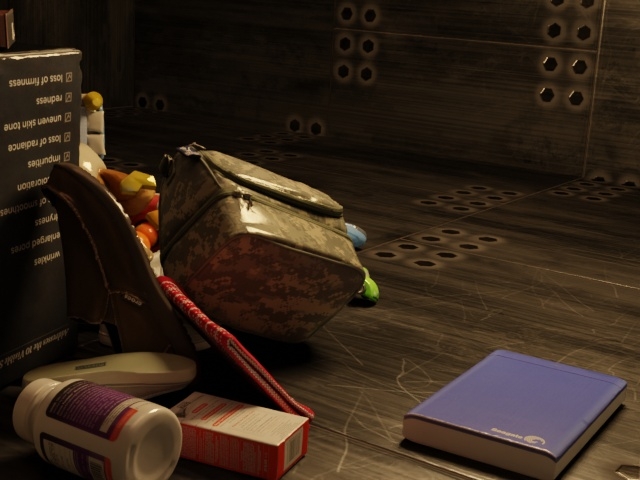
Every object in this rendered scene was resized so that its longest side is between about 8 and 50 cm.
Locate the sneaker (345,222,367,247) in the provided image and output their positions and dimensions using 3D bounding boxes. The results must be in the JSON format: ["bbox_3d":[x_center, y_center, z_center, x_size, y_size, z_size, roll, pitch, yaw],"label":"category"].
[{"bbox_3d":[0.000,0.000,2.329,0.209,0.069,0.082,9,46,-11],"label":"sneaker"}]

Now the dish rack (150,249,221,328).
[{"bbox_3d":[-0.223,0.088,1.884,0.286,0.072,0.333,12,16,27],"label":"dish rack"}]

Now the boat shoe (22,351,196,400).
[{"bbox_3d":[-0.276,0.200,1.406,0.228,0.081,0.079,-5,15,-4],"label":"boat shoe"}]

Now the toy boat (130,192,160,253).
[{"bbox_3d":[-0.350,-0.008,2.103,0.231,0.150,0.151,7,25,15],"label":"toy boat"}]

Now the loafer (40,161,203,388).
[{"bbox_3d":[-0.296,0.063,1.468,0.130,0.365,0.134,-30,2,-19],"label":"loafer"}]

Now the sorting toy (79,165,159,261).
[{"bbox_3d":[-0.389,-0.027,1.775,0.307,0.229,0.041,-39,-4,-27],"label":"sorting toy"}]

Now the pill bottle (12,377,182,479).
[{"bbox_3d":[-0.269,0.225,1.255,0.194,0.108,0.108,13,17,32],"label":"pill bottle"}]

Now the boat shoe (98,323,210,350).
[{"bbox_3d":[-0.262,0.138,1.691,0.184,0.063,0.066,6,14,12],"label":"boat shoe"}]

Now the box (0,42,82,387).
[{"bbox_3d":[-0.576,-0.025,1.435,0.298,0.471,0.480,8,15,22],"label":"box"}]

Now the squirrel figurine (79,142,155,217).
[{"bbox_3d":[-0.574,-0.022,1.944,0.397,0.281,0.370,-35,9,48],"label":"squirrel figurine"}]

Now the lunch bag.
[{"bbox_3d":[-0.108,-0.010,1.705,0.305,0.212,0.256,18,36,-36],"label":"lunch bag"}]

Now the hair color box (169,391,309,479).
[{"bbox_3d":[-0.109,0.244,1.331,0.167,0.053,0.093,11,17,22],"label":"hair color box"}]

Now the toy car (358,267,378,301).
[{"bbox_3d":[0.018,0.050,2.012,0.225,0.053,0.239,25,-5,21],"label":"toy car"}]

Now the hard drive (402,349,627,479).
[{"bbox_3d":[0.280,0.233,1.483,0.210,0.040,0.319,12,16,29],"label":"hard drive"}]

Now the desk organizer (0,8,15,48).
[{"bbox_3d":[-0.451,-0.292,1.459,0.050,0.047,0.130,-3,15,-11],"label":"desk organizer"}]

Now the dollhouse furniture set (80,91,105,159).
[{"bbox_3d":[-0.611,-0.179,2.385,0.287,0.303,0.198,-5,15,-28],"label":"dollhouse furniture set"}]

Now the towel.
[{"bbox_3d":[-0.125,0.149,1.482,0.031,0.199,0.275,-46,30,-10],"label":"towel"}]
